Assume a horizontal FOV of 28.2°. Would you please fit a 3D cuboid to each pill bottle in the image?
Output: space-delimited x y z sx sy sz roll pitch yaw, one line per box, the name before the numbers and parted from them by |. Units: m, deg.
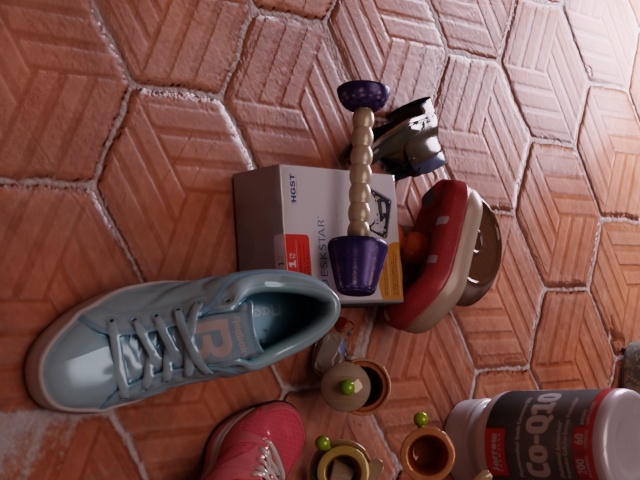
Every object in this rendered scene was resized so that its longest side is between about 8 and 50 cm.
pill bottle | 0.329 0.298 1.853 0.161 0.283 0.161 9 77 -47

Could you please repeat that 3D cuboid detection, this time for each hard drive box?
hard drive box | 0.000 0.000 1.683 0.232 0.089 0.181 1 83 -48

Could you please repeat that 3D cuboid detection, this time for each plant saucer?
plant saucer | 0.228 0.003 1.976 0.198 0.036 0.199 9 78 -47

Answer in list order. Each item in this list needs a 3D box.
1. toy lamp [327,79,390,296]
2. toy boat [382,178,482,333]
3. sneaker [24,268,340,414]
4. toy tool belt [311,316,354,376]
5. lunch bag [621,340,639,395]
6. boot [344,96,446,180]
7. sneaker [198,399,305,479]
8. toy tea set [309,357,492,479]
toy lamp | 0.049 -0.066 1.625 0.080 0.080 0.275 16 69 -46
toy boat | 0.130 0.013 1.810 0.151 0.151 0.231 20 68 -10
sneaker | -0.142 0.099 1.415 0.366 0.150 0.135 -19 94 -30
toy tool belt | 0.019 0.149 1.717 0.051 0.052 0.083 75 33 -58
lunch bag | 0.729 0.291 2.320 0.305 0.256 0.212 23 67 -44
boot | 0.119 -0.125 1.841 0.219 0.082 0.106 -38 109 -46
sneaker | -0.090 0.303 1.497 0.314 0.136 0.116 -43 116 -43
toy tea set | 0.102 0.309 1.633 0.200 0.124 0.336 -42 89 -5
